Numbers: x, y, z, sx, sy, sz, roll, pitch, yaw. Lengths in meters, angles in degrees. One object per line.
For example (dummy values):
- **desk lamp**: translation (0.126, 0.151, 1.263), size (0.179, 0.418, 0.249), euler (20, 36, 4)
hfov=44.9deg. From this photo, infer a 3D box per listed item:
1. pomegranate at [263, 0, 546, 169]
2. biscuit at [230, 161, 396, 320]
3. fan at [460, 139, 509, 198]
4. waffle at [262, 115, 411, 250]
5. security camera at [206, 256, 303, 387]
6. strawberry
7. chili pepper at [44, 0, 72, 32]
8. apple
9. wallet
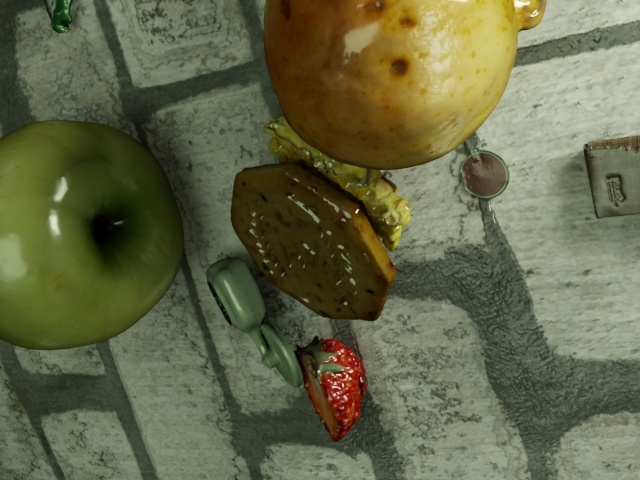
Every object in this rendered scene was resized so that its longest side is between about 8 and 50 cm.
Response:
- **pomegranate**: translation (0.124, -0.289, 1.095), size (0.409, 0.410, 0.411), euler (10, 115, 24)
- **biscuit**: translation (-0.023, 0.012, 1.359), size (0.359, 0.046, 0.359), euler (28, 146, 21)
- **fan**: translation (0.263, -0.131, 1.295), size (0.085, 0.005, 0.133), euler (-24, 99, 33)
- **waffle**: translation (0.033, -0.102, 1.307), size (0.309, 0.065, 0.283), euler (42, 168, -9)
- **security camera**: translation (-0.133, 0.173, 1.550), size (0.302, 0.080, 0.157), euler (61, 160, -5)
- **strawberry**: translation (0.038, 0.290, 1.531), size (0.190, 0.111, 0.237), euler (48, 158, 44)
- **chili pepper**: translation (-0.511, -0.515, 1.507), size (0.108, 0.062, 0.216), euler (11, 117, 23)
- **apple**: translation (-0.506, -0.009, 1.493), size (0.473, 0.473, 0.474), euler (10, 115, 24)
- **wallet**: translation (0.518, -0.104, 1.152), size (0.230, 0.042, 0.125), euler (-7, 104, 29)
